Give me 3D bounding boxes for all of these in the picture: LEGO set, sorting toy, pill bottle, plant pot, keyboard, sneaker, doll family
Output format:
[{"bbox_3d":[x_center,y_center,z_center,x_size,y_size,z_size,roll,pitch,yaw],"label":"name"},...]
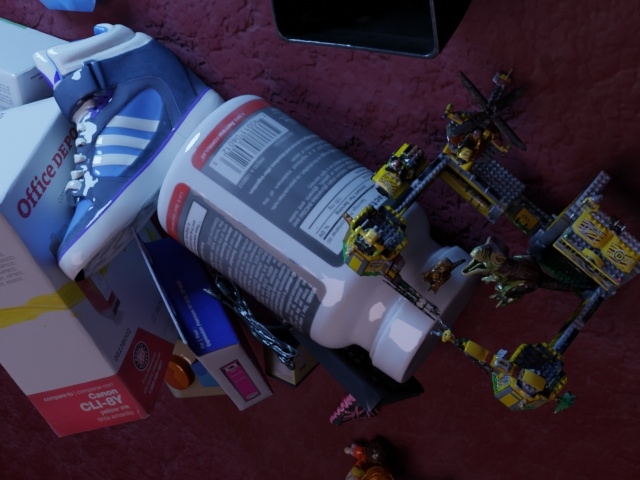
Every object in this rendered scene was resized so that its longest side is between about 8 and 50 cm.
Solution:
[{"bbox_3d":[0.191,0.002,1.063,0.331,0.255,0.192,49,162,10],"label":"LEGO set"},{"bbox_3d":[-0.251,0.136,1.717,0.229,0.041,0.307,-9,115,44],"label":"sorting toy"},{"bbox_3d":[0.000,0.000,1.262,0.363,0.210,0.210,36,138,14],"label":"pill bottle"},{"bbox_3d":[0.064,-0.301,1.001,0.187,0.167,0.188,14,129,33],"label":"plant pot"},{"bbox_3d":[-0.022,0.101,1.330,0.317,0.201,0.033,42,119,30],"label":"keyboard"},{"bbox_3d":[0.055,0.251,1.546,0.057,0.047,0.119,33,140,-1],"label":"sneaker"},{"bbox_3d":[-0.298,-0.132,1.334,0.236,0.323,0.130,36,160,0],"label":"sneaker"},{"bbox_3d":[0.121,0.413,1.555,0.263,0.118,0.163,36,138,13],"label":"doll family"}]

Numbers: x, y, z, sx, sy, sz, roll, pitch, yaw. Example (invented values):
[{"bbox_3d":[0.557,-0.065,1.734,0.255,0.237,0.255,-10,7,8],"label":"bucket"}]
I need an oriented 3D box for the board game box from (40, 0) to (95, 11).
[{"bbox_3d":[-0.353,-0.379,1.406,0.169,0.033,0.133,13,134,40],"label":"board game box"}]

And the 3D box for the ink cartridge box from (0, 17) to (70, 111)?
[{"bbox_3d":[-0.471,-0.177,1.596,0.211,0.121,0.289,23,133,26],"label":"ink cartridge box"}]

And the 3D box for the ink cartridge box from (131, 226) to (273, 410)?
[{"bbox_3d":[-0.154,0.108,1.423,0.175,0.069,0.371,61,178,22],"label":"ink cartridge box"}]

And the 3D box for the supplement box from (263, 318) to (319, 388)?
[{"bbox_3d":[-0.037,0.152,1.511,0.056,0.083,0.083,22,133,28],"label":"supplement box"}]

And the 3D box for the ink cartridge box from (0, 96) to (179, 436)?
[{"bbox_3d":[-0.355,0.034,1.439,0.160,0.279,0.384,-14,125,21],"label":"ink cartridge box"}]
